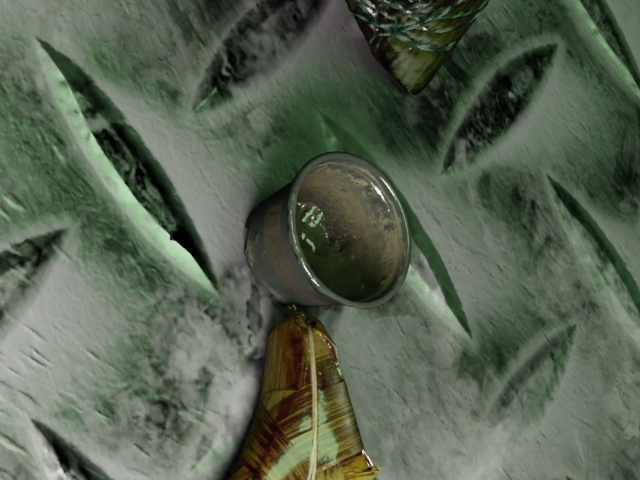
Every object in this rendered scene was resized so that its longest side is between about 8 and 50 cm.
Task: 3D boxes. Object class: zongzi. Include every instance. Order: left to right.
[{"bbox_3d":[-0.052,0.163,1.602,0.184,0.084,0.187,-10,77,-34],"label":"zongzi"},{"bbox_3d":[0.082,-0.316,1.668,0.362,0.383,0.319,-33,95,-41],"label":"zongzi"}]

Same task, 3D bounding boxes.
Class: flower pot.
[{"bbox_3d":[0.000,0.000,1.672,0.157,0.107,0.157,13,69,-36],"label":"flower pot"}]
